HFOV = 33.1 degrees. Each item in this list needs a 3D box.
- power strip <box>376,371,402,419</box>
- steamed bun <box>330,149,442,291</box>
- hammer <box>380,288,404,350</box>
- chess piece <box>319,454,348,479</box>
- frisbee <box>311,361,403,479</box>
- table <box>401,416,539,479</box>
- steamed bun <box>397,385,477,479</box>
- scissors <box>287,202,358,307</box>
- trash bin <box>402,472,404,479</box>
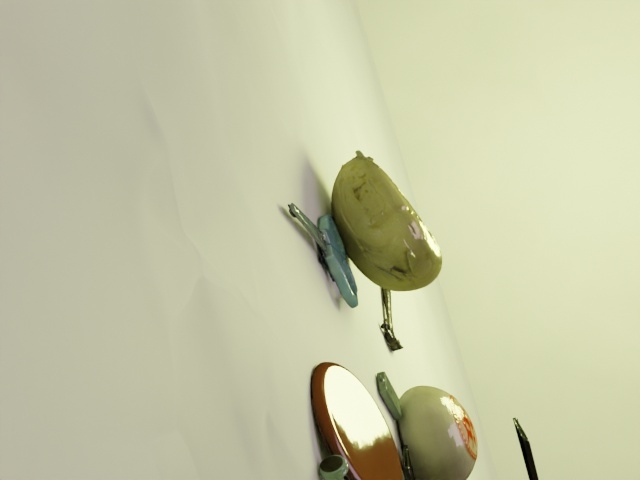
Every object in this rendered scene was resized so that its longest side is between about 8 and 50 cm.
[{"bbox_3d":[0.137,0.310,2.171,0.136,0.019,0.051,62,18,-47],"label":"power strip"},{"bbox_3d":[0.110,-0.027,2.141,0.273,0.166,0.232,56,7,30],"label":"steamed bun"},{"bbox_3d":[0.156,0.134,2.488,0.297,0.027,0.125,-93,162,-49],"label":"hammer"},{"bbox_3d":[0.028,0.356,1.546,0.042,0.042,0.093,-84,161,-61],"label":"chess piece"},{"bbox_3d":[0.061,0.300,1.675,0.251,0.021,0.251,51,20,-26],"label":"frisbee"},{"bbox_3d":[0.307,0.521,2.066,0.196,0.250,0.282,-37,113,-83],"label":"table"},{"bbox_3d":[0.255,0.415,2.274,0.232,0.145,0.232,-15,90,-79],"label":"steamed bun"},{"bbox_3d":[-0.001,0.001,1.918,0.360,0.029,0.191,44,28,-64],"label":"scissors"},{"bbox_3d":[0.100,0.405,1.765,0.130,0.059,0.116,-78,148,-65],"label":"trash bin"}]
